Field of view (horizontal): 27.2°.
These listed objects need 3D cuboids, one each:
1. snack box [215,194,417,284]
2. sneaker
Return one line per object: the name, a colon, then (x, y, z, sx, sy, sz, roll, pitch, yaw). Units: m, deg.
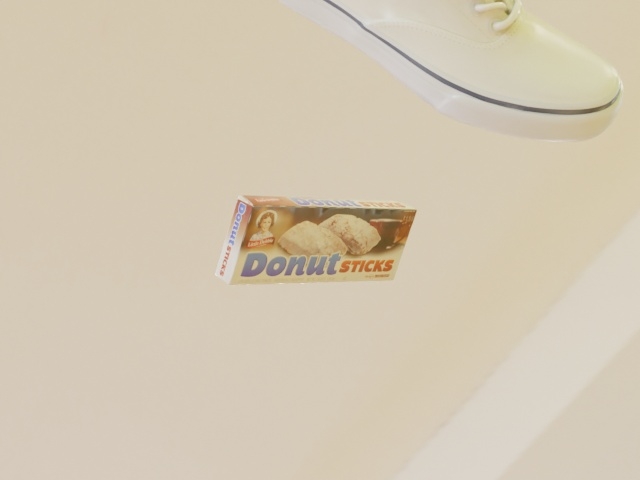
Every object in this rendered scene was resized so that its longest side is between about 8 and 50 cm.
snack box: (0.000, 0.000, 1.007, 0.178, 0.022, 0.064, 0, -65, -45)
sneaker: (0.073, -0.149, 0.816, 0.094, 0.258, 0.091, -55, -12, -38)
